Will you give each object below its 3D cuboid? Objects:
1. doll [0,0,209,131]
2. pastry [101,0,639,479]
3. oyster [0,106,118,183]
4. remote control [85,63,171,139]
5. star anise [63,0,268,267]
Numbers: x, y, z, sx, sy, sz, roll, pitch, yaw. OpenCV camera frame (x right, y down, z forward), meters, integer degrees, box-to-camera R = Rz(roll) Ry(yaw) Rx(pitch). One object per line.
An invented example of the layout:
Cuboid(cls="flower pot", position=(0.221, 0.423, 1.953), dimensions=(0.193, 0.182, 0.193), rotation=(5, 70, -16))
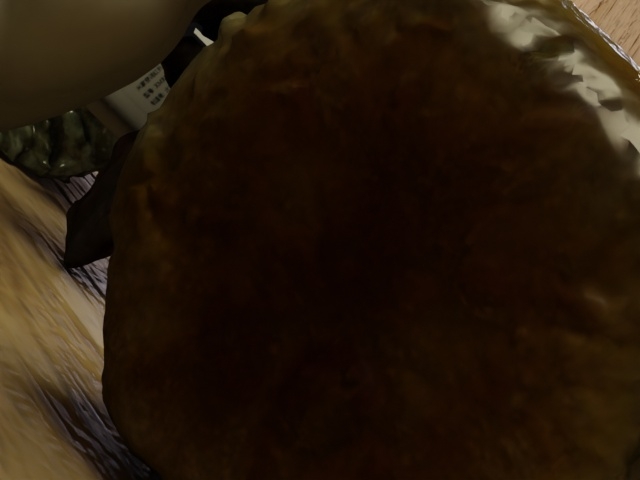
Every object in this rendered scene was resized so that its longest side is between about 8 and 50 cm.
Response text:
Cuboid(cls="doll", position=(-0.098, -0.065, 0.438), dimensions=(0.311, 0.159, 0.242), rotation=(-4, -24, 12))
Cuboid(cls="pastry", position=(0.032, 0.017, 0.536), dimensions=(0.192, 0.182, 0.093), rotation=(41, 12, 27))
Cuboid(cls="oyster", position=(-0.155, -0.091, 0.872), dimensions=(0.252, 0.087, 0.199), rotation=(25, -1, 43))
Cuboid(cls="remote control", position=(0.000, 0.000, 0.818), dimensions=(0.261, 0.067, 0.029), rotation=(44, -27, -2))
Cuboid(cls="star anise", position=(0.001, -0.084, 0.748), dimensions=(0.212, 0.283, 0.129), rotation=(-4, 10, -32))
